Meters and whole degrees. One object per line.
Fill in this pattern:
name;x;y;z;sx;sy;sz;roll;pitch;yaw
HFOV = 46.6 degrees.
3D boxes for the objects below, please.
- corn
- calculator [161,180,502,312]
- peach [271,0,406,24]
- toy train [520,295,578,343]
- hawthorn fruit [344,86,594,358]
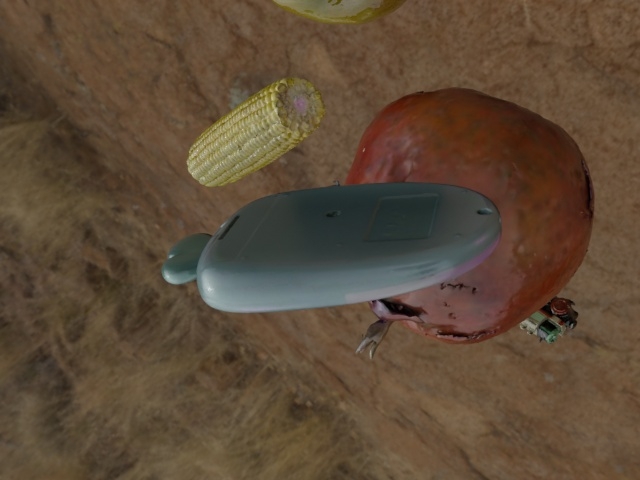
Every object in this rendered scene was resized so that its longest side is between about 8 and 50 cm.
corn;-0.090;-0.127;0.928;0.081;0.081;0.248;53;145;-13
calculator;0.000;0.000;0.629;0.299;0.185;0.041;-4;116;18
peach;0.017;-0.395;1.021;0.251;0.153;0.251;8;165;2
toy train;0.256;0.064;1.082;0.250;0.085;0.053;36;162;32
hawthorn fruit;0.135;0.002;0.806;0.276;0.307;0.276;29;161;11
